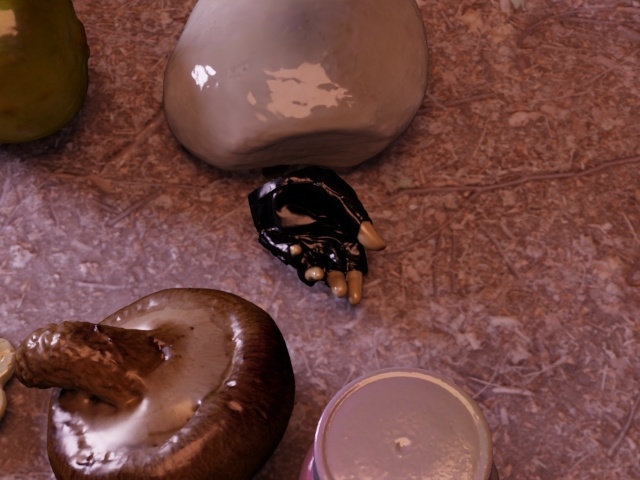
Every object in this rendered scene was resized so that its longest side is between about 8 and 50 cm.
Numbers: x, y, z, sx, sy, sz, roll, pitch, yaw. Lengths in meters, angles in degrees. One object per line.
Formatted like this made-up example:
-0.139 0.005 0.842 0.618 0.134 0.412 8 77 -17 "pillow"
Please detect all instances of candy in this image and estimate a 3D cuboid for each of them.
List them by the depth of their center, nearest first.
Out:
-0.031 -0.292 2.108 0.386 0.186 0.427 4 54 7 "candy"

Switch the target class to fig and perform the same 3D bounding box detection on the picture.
-0.492 -0.268 2.056 0.326 0.258 0.258 1 60 9 "fig"

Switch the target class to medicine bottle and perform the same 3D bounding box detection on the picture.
0.091 0.299 1.687 0.241 0.302 0.241 0 60 1 "medicine bottle"

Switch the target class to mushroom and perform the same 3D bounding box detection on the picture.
-0.187 0.201 1.792 0.345 0.239 0.345 -3 67 6 "mushroom"

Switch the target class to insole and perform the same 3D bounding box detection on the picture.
-0.045 -0.142 2.116 0.045 0.002 0.135 24 64 15 "insole"

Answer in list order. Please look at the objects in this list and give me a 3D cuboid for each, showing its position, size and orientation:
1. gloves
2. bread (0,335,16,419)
0.000 0.000 1.973 0.164 0.124 0.203 -24 83 12 "gloves"
-0.512 0.212 1.901 0.182 0.039 0.251 40 68 21 "bread"
